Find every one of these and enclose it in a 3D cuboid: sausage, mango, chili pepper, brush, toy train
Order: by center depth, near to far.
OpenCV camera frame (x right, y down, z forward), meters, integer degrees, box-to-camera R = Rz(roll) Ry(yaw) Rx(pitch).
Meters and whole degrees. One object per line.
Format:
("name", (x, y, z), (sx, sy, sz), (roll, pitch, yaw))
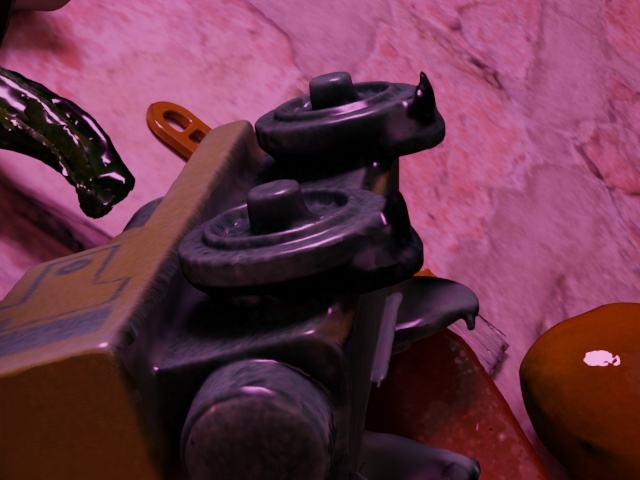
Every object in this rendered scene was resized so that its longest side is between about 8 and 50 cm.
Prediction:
("toy train", (-0.053, 0.035, 0.772), (0.369, 0.237, 0.150), (-69, 144, -71))
("sausage", (0.096, 0.180, 0.838), (0.102, 0.102, 0.330), (7, 42, -42))
("chili pepper", (-0.230, -0.084, 0.866), (0.279, 0.065, 0.122), (21, 0, -27))
("mango", (0.244, 0.122, 1.034), (0.254, 0.139, 0.175), (36, 23, 10))
("brush", (0.000, 0.000, 1.065), (0.272, 0.013, 0.103), (39, 30, 3))

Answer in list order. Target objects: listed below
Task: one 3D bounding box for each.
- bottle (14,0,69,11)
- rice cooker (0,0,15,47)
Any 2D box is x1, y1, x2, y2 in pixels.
("bottle", (-0.232, -0.172, 0.993), (0.201, 0.072, 0.072), (-6, 51, -50))
("rice cooker", (-0.277, -0.085, 0.600), (0.335, 0.335, 0.325), (28, 31, -16))
